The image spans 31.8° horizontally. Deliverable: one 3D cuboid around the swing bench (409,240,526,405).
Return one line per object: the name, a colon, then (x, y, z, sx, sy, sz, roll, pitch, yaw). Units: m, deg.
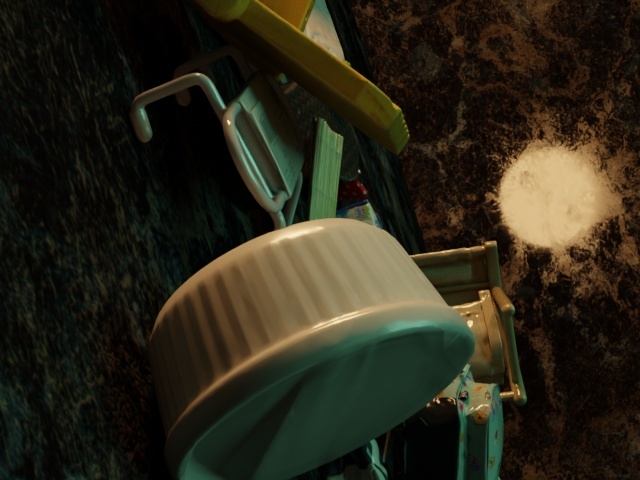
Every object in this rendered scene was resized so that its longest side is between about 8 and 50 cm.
swing bench: (0.156, 0.131, 1.661, 0.255, 0.253, 0.165, -84, 165, -69)

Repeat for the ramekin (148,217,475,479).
ramekin: (-0.019, 0.093, 0.937, 0.127, 0.272, 0.273, 62, 6, 24)

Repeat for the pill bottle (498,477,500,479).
pill bottle: (0.162, 0.380, 1.506, 0.103, 0.184, 0.103, -19, 90, -79)

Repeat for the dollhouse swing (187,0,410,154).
dollhouse swing: (0.007, -0.309, 1.301, 0.347, 0.304, 0.315, 27, 85, -82)

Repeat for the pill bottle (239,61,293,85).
pill bottle: (-0.076, -0.247, 1.696, 0.137, 0.078, 0.078, 60, 15, -47)

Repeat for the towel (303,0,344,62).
towel: (-0.099, -0.419, 1.684, 0.332, 0.053, 0.317, 37, 27, -40)

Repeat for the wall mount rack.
wall mount rack: (-0.082, -0.050, 1.229, 0.350, 0.130, 0.304, -74, 140, -72)

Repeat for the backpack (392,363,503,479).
backpack: (0.166, 0.244, 1.464, 0.188, 0.144, 0.166, -75, 162, -72)

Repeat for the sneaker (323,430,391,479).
sneaker: (0.032, 0.208, 1.408, 0.153, 0.094, 0.235, -68, 138, -76)

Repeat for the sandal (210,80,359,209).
sandal: (-0.060, -0.137, 1.582, 0.445, 0.107, 0.168, -22, 94, -67)

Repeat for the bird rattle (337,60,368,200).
bird rattle: (0.001, -0.190, 1.885, 0.207, 0.143, 0.254, -125, -167, -65)

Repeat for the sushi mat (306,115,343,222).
sushi mat: (0.000, 0.000, 1.501, 0.151, 0.019, 0.317, 17, 77, -75)

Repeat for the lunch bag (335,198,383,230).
lunch bag: (0.072, 0.014, 1.968, 0.151, 0.096, 0.129, 86, -14, -75)
